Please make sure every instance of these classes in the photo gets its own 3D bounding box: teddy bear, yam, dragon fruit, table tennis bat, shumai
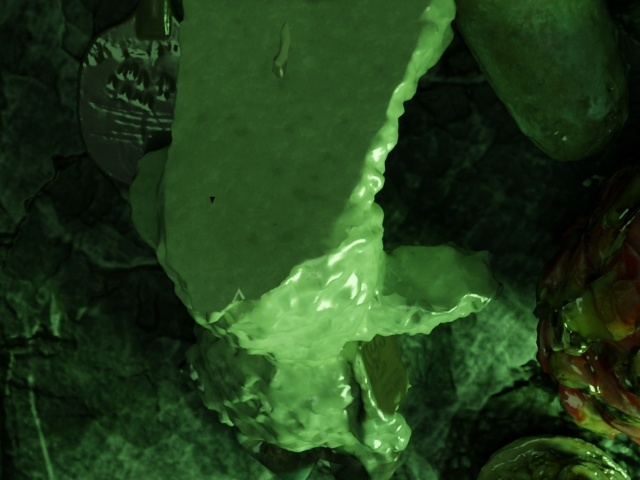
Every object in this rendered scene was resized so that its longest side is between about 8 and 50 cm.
[{"bbox_3d":[0.000,0.000,1.513,0.327,0.362,0.375,11,75,21],"label":"teddy bear"},{"bbox_3d":[0.148,-0.210,1.432,0.133,0.133,0.330,-24,111,12],"label":"yam"},{"bbox_3d":[0.300,0.059,1.456,0.269,0.250,0.291,36,143,5],"label":"dragon fruit"},{"bbox_3d":[-0.139,-0.152,1.525,0.131,0.022,0.234,5,114,3],"label":"table tennis bat"},{"bbox_3d":[0.203,0.243,1.601,0.146,0.116,0.145,1,113,3],"label":"shumai"}]
